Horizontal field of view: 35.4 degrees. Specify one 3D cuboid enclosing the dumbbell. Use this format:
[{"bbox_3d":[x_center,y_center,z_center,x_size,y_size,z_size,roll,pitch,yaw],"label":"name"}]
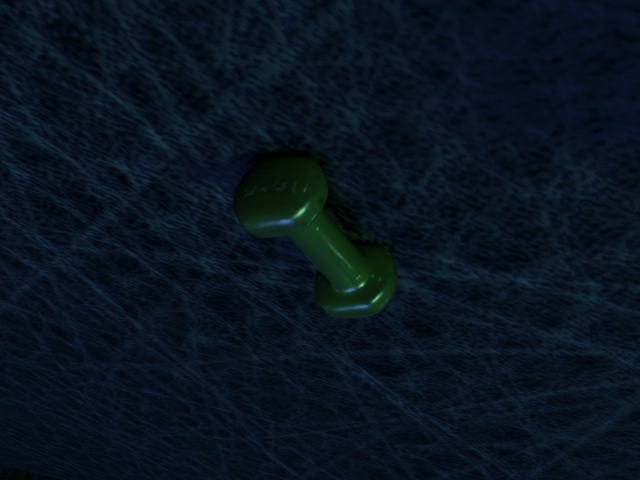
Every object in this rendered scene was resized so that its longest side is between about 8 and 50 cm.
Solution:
[{"bbox_3d":[0.000,0.000,0.551,0.052,0.046,0.118,-2,150,28],"label":"dumbbell"}]
